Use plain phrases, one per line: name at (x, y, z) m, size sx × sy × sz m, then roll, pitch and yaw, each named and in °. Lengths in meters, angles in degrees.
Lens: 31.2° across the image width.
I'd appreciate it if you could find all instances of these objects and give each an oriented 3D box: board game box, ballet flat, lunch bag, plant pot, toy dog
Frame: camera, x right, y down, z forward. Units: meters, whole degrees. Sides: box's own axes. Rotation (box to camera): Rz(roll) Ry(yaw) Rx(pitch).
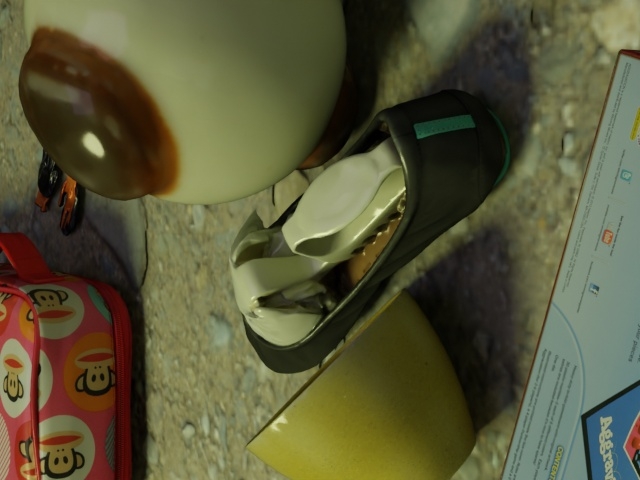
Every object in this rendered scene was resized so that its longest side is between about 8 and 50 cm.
board game box at (0.175, 0.060, 0.576) m, size 0.145 × 0.027 × 0.281 m, roll 32°, pitch 117°, yaw 45°
ballet flat at (0.000, 0.000, 0.721) m, size 0.280 × 0.096 × 0.095 m, roll -49°, pitch 60°, yaw 41°
lunch bag at (-0.285, 0.120, 1.049) m, size 0.293 × 0.120 × 0.258 m, roll 6°, pitch 98°, yaw 50°
plant pot at (0.036, 0.108, 0.683) m, size 0.095 × 0.134 × 0.134 m, roll 45°, pitch 131°, yaw 4°
toy dog at (-0.046, -0.220, 0.659) m, size 0.395 × 0.284 × 0.408 m, roll 29°, pitch 118°, yaw 24°

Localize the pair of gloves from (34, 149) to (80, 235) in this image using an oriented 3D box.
pair of gloves at (-0.242, -0.050, 1.065) m, size 0.083 × 0.010 × 0.074 m, roll 40°, pitch 124°, yaw 43°
